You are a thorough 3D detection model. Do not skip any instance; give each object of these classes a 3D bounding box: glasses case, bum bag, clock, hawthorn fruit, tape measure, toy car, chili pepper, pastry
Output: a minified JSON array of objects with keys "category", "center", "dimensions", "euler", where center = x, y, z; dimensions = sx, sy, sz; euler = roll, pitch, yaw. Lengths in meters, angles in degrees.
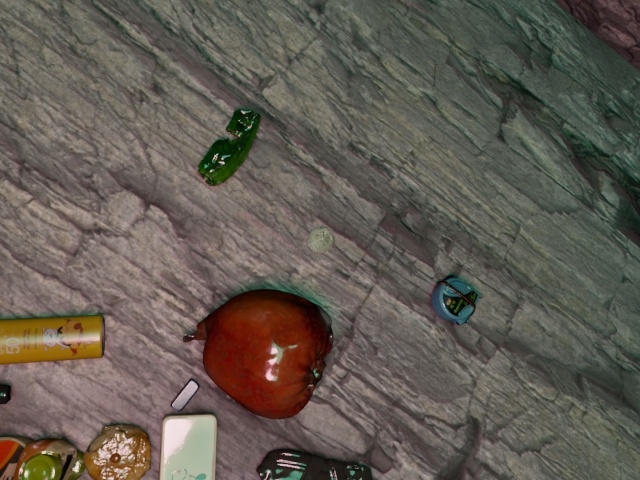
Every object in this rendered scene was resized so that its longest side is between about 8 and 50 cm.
[{"category":"glasses case","center":[-0.340,0.390,1.317],"dimensions":[0.033,0.023,0.083],"euler":[41,71,-11]},{"category":"bum bag","center":[-0.010,0.627,1.341],"dimensions":[0.326,0.080,0.142],"euler":[17,70,-13]},{"category":"clock","center":[0.000,0.000,1.514],"dimensions":[0.083,0.010,0.074],"euler":[-34,90,-20]},{"category":"hawthorn fruit","center":[-0.131,0.266,1.285],"dimensions":[0.308,0.325,0.308],"euler":[-21,122,-39]},{"category":"tape measure","center":[0.401,0.180,1.565],"dimensions":[0.146,0.081,0.125],"euler":[39,67,-6]},{"category":"toy car","center":[-0.665,0.531,1.141],"dimensions":[0.235,0.145,0.235],"euler":[-1,73,2]},{"category":"chili pepper","center":[-0.247,-0.261,1.458],"dimensions":[0.099,0.083,0.253],"euler":[28,68,0]},{"category":"glasses case","center":[-0.322,0.580,1.257],"dimensions":[0.131,0.070,0.312],"euler":[4,78,-17]},{"category":"pastry","center":[-0.470,0.505,1.222],"dimensions":[0.153,0.081,0.153],"euler":[2,85,-25]}]

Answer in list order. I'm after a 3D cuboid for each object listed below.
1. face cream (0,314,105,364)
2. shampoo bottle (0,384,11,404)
[{"category":"face cream","center":[-0.686,0.230,1.200],"dimensions":[0.349,0.105,0.105],"euler":[0,78,-17]},{"category":"shampoo bottle","center":[-0.821,0.337,1.145],"dimensions":[0.257,0.078,0.127],"euler":[4,97,-17]}]
